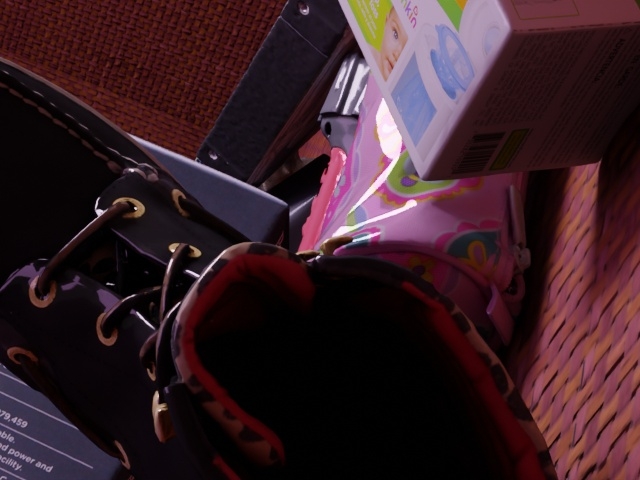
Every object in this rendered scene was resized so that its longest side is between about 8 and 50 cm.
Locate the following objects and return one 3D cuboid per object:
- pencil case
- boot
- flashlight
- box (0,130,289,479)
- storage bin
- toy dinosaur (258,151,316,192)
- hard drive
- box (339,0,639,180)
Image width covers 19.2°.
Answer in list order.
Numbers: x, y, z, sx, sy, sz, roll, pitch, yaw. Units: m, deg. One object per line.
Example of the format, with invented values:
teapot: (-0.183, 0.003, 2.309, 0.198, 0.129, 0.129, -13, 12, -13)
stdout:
pencil case: (0.072, -0.057, 1.038, 0.124, 0.124, 0.284, 119, 169, -51)
boot: (-0.063, 0.036, 0.849, 0.138, 0.377, 0.284, -43, 6, -14)
flashlight: (0.000, 0.000, 1.493, 0.103, 0.103, 0.304, 149, 141, -73)
box: (-0.203, 0.153, 1.585, 0.395, 0.212, 0.293, -59, -16, -30)
storage bin: (-0.009, -0.014, 1.726, 0.091, 0.098, 0.135, -37, 16, 16)
toy dinosaur: (-0.058, -0.017, 2.118, 0.160, 0.121, 0.313, -58, -2, -19)
hard drive: (0.018, -0.180, 1.665, 0.237, 0.064, 0.339, -45, -4, -36)
box: (0.074, -0.145, 0.911, 0.203, 0.103, 0.114, 67, 149, 29)
